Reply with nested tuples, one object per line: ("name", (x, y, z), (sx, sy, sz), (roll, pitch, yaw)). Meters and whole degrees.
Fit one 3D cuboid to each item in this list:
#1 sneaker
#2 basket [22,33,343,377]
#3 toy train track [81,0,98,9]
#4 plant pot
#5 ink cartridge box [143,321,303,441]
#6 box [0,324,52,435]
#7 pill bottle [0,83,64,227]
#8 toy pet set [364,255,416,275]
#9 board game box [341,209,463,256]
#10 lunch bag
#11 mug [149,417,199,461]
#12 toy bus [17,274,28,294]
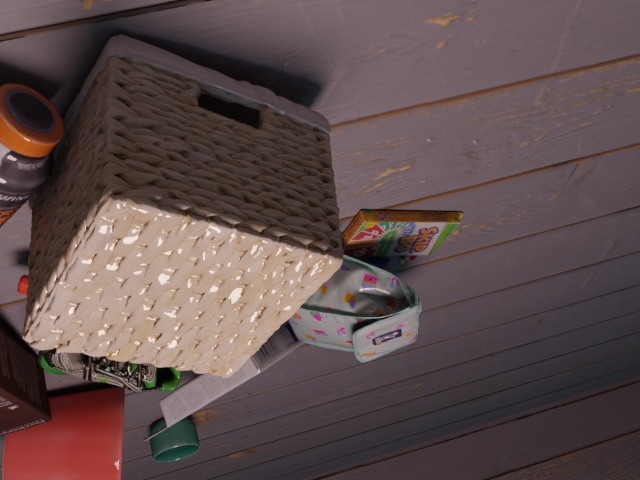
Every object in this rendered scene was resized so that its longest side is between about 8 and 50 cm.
("sneaker", (-0.384, 0.212, 1.341), (0.146, 0.134, 0.343), (15, 172, 28))
("basket", (-0.181, -0.024, 0.928), (0.328, 0.266, 0.331), (16, 134, -32))
("toy train track", (-0.266, -0.273, 0.759), (0.083, 0.014, 0.048), (4, 151, -25))
("plant pot", (-0.571, 0.463, 1.593), (0.243, 0.275, 0.275), (4, 145, -16))
("ink cartridge box", (-0.201, 0.290, 1.559), (0.330, 0.071, 0.324), (-32, 176, 20))
("box", (-0.622, 0.258, 1.252), (0.191, 0.143, 0.381), (-15, 162, -12))
("pill bottle", (-0.418, -0.084, 0.865), (0.245, 0.130, 0.130), (-35, 147, 27))
("toy pet set", (0.128, 0.056, 1.524), (0.122, 0.065, 0.114), (-37, -178, 33))
("board game box", (0.165, -0.013, 1.434), (0.259, 0.039, 0.124), (-3, 148, -32))
("lunch bag", (0.071, 0.135, 1.407), (0.262, 0.160, 0.223), (13, 155, 14))
("mug", (-0.418, 0.551, 1.970), (0.157, 0.097, 0.129), (-31, 149, 21))
("toy bus", (-0.386, 0.092, 1.175), (0.211, 0.149, 0.220), (14, 160, -16))
